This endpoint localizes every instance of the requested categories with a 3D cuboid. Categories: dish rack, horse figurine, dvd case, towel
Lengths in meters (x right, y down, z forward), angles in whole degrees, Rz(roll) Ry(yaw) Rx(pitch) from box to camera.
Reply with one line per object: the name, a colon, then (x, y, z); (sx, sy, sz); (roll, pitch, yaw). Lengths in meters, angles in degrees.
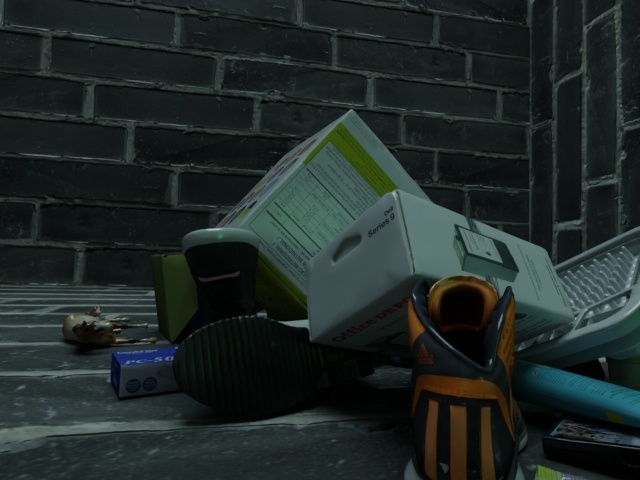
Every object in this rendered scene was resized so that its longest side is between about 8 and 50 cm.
dish rack: (0.401, 0.112, 0.684); (0.333, 0.072, 0.285); (-33, -8, -44)
horse figurine: (-0.487, 0.191, 0.940); (0.264, 0.066, 0.175); (2, -8, 40)
dvd case: (0.374, 0.192, 0.417); (0.253, 0.022, 0.180); (-11, -11, 40)
towel: (0.222, 0.208, 0.352); (0.083, 0.009, 0.060); (0, -2, 30)

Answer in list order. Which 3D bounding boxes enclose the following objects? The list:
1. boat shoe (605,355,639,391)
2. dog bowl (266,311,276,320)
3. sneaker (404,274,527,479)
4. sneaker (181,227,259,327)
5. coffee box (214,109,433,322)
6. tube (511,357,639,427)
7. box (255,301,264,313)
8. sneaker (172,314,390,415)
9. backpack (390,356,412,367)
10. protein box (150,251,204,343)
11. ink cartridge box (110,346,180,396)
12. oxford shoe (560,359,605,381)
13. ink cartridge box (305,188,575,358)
boat shoe: (0.553, 0.187, 0.572); (0.303, 0.098, 0.109); (-1, -16, 10)
dog bowl: (-0.002, 0.202, 1.285); (0.349, 0.102, 0.349); (1, -3, 0)
sneaker: (0.159, 0.126, 0.450); (0.125, 0.179, 0.321); (1, -3, 15)
sneaker: (-0.135, 0.084, 0.633); (0.105, 0.146, 0.295); (-5, -19, -9)
coffee box: (0.000, 0.000, 0.917); (0.338, 0.334, 0.338); (46, -23, -15)
tube: (0.300, 0.174, 0.480); (0.080, 0.052, 0.207); (-5, -2, -27)
box: (-0.169, 0.096, 1.153); (0.214, 0.117, 0.243); (-23, 10, -26)
sneaker: (-0.060, 0.172, 0.614); (0.331, 0.122, 0.146); (6, -19, -38)
backpack: (0.160, 0.190, 0.844); (0.105, 0.084, 0.114); (-7, 0, -33)
protein box: (-0.324, 0.125, 1.053); (0.136, 0.199, 0.201); (-7, 1, -28)
ink cartridge box: (-0.202, 0.193, 0.659); (0.207, 0.046, 0.097); (4, -4, -32)
oxford shoe: (0.409, 0.210, 0.771); (0.096, 0.082, 0.227); (-21, 1, -4)
ink cartridge box: (0.152, 0.072, 0.588); (0.289, 0.121, 0.211); (16, -39, -28)
